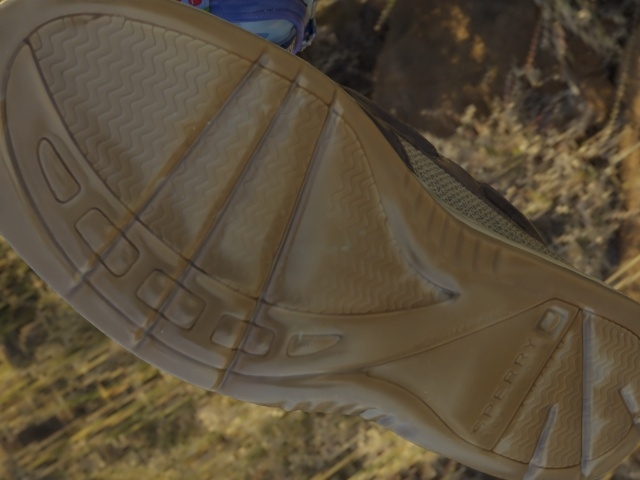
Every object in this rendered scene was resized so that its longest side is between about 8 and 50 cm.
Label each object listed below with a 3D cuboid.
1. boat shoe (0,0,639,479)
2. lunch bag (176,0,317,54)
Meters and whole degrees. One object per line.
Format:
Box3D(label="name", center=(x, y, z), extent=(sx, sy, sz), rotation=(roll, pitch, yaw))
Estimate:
Box3D(label="boat shoe", center=(0.000, 0.000, 0.472), extent=(0.285, 0.103, 0.092), rotation=(26, -171, -30))
Box3D(label="lunch bag", center=(-0.110, -0.118, 0.599), extent=(0.176, 0.219, 0.090), rotation=(165, 109, -82))
